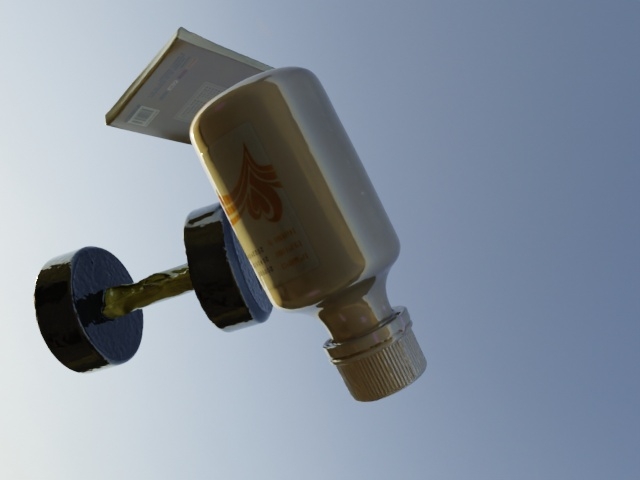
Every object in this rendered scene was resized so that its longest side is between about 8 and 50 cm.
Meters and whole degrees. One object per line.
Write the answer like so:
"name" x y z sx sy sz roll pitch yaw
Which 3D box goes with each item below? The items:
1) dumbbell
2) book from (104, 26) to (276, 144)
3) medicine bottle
"dumbbell" -0.255 0.075 0.848 0.323 0.203 0.203 -17 -77 7
"book" -0.110 -0.147 0.576 0.138 0.199 0.016 -33 -112 33
"medicine bottle" 0.000 0.000 0.417 0.114 0.114 0.252 -27 -89 44
